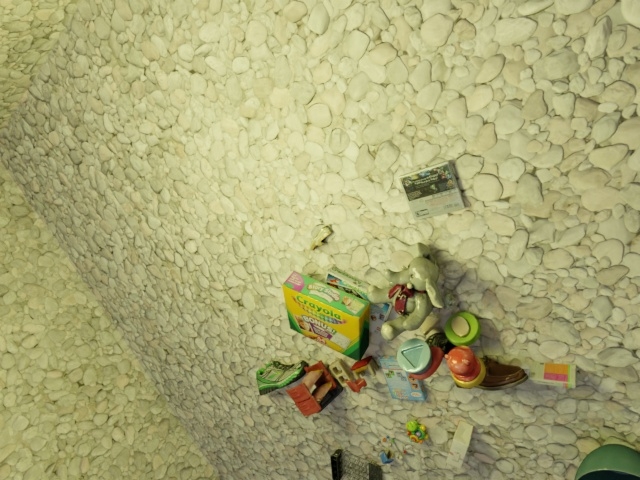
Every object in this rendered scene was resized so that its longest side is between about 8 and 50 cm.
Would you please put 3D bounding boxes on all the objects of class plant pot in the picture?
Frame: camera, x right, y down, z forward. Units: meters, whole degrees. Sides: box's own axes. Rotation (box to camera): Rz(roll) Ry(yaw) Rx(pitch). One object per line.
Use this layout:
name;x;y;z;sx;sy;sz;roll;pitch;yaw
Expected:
plant pot;1.051;0.836;1.565;0.290;0.195;0.290;14;120;25

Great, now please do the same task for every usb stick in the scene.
usb stick;0.027;0.782;2.249;0.077;0.045;0.278;45;129;13

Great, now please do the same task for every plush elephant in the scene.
plush elephant;0.331;0.168;1.618;0.329;0.272;0.255;-10;126;4

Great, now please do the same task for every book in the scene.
book;0.818;0.472;1.579;0.144;0.096;0.035;-1;113;32

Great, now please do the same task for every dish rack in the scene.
dish rack;0.191;1.219;2.358;0.271;0.074;0.208;9;119;27

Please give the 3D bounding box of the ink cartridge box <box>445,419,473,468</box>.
ink cartridge box;0.593;0.886;1.917;0.067;0.115;0.198;18;123;22

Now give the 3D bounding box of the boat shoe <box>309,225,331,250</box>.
boat shoe;0.000;0.000;1.855;0.045;0.050;0.135;43;128;12

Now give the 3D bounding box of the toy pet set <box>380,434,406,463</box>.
toy pet set;0.335;1.035;2.181;0.122;0.065;0.114;38;128;9

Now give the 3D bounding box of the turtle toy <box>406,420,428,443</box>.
turtle toy;0.429;0.872;2.039;0.095;0.066;0.130;-8;110;34

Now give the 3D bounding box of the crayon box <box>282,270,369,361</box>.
crayon box;0.026;0.322;1.897;0.362;0.106;0.313;20;141;24

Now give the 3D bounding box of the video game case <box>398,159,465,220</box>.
video game case;0.385;-0.170;1.555;0.190;0.022;0.173;-14;107;36

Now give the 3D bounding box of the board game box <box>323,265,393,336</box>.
board game box;0.149;0.257;1.897;0.305;0.053;0.193;26;126;17

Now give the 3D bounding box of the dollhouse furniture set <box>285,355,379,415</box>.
dollhouse furniture set;0.055;0.626;2.023;0.374;0.201;0.152;-33;92;30

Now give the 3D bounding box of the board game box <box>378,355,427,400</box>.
board game box;0.361;0.602;1.958;0.160;0.039;0.212;-9;109;34

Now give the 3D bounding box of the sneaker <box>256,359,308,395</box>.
sneaker;-0.209;0.676;2.282;0.343;0.134;0.146;-30;77;28

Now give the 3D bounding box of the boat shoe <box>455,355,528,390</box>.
boat shoe;0.615;0.492;1.679;0.307;0.110;0.105;-25;84;49

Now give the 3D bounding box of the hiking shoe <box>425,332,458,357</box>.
hiking shoe;0.473;0.413;1.744;0.086;0.114;0.227;49;128;1

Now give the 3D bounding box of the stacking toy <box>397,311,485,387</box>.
stacking toy;0.432;0.369;1.629;0.308;0.280;0.130;-7;143;36
